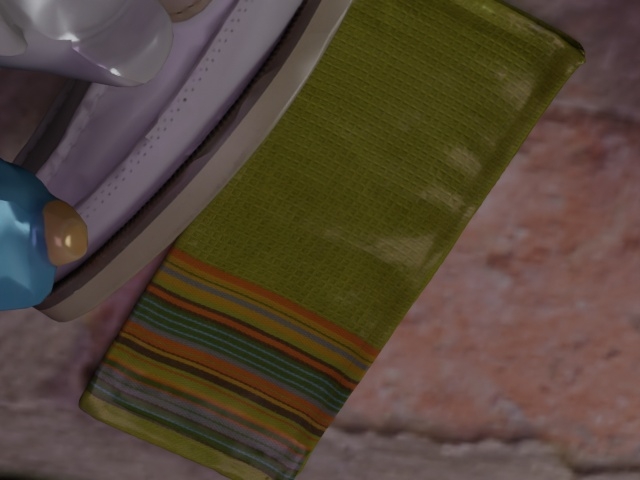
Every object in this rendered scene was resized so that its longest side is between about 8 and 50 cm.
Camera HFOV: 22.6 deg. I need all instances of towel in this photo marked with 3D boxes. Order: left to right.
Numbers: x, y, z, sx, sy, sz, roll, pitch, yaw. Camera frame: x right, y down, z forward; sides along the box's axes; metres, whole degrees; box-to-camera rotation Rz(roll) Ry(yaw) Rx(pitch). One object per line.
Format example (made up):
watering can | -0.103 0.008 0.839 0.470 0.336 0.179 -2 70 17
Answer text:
towel | 0.000 0.000 0.632 0.102 0.021 0.237 24 116 -20

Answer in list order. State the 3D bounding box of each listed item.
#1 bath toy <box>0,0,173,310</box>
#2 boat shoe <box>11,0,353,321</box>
bath toy | -0.091 -0.163 0.400 0.151 0.129 0.348 20 90 -52
boat shoe | -0.033 -0.113 0.513 0.103 0.113 0.302 33 103 -21
